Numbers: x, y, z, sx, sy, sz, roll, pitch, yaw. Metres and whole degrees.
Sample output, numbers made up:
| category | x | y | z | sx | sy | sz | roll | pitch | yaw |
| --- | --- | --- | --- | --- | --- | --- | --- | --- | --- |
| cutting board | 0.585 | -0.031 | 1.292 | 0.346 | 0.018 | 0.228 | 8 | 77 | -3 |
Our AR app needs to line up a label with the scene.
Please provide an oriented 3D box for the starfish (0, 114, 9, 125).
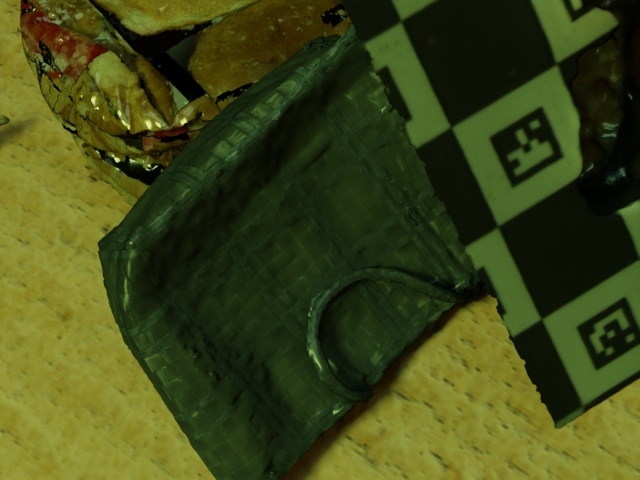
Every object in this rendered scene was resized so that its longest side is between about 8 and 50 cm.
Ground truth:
| category | x | y | z | sx | sy | sz | roll | pitch | yaw |
| --- | --- | --- | --- | --- | --- | --- | --- | --- | --- |
| starfish | -0.271 | -0.059 | 1.135 | 0.130 | 0.041 | 0.133 | 15 | 61 | 17 |

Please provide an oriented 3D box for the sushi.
| category | x | y | z | sx | sy | sz | roll | pitch | yaw |
| --- | --- | --- | --- | --- | --- | --- | --- | --- | --- |
| sushi | 0.197 | -0.130 | 0.906 | 0.359 | 0.343 | 0.064 | -31 | 29 | -5 |

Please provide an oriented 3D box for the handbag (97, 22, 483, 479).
| category | x | y | z | sx | sy | sz | roll | pitch | yaw |
| --- | --- | --- | --- | --- | --- | --- | --- | --- | --- |
| handbag | 0.000 | 0.000 | 0.965 | 0.270 | 0.175 | 0.089 | -44 | 13 | -15 |

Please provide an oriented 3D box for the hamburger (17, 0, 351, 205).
| category | x | y | z | sx | sy | sz | roll | pitch | yaw |
| --- | --- | --- | --- | --- | --- | --- | --- | --- | --- |
| hamburger | -0.070 | -0.128 | 1.089 | 0.231 | 0.107 | 0.231 | -8 | 51 | 10 |
